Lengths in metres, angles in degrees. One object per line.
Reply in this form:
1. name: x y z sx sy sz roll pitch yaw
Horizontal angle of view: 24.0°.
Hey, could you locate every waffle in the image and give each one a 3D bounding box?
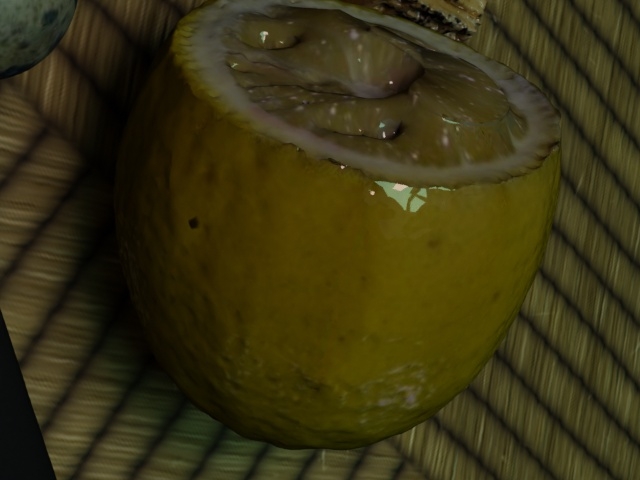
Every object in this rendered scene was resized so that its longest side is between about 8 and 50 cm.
1. waffle: 0.061 -0.198 1.316 0.102 0.148 0.042 25 68 -35

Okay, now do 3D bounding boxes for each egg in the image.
1. egg: -0.242 -0.205 1.078 0.141 0.141 0.182 2 83 -39

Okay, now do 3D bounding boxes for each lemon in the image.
1. lemon: 0.000 0.000 1.175 0.364 0.364 0.364 -3 94 -39

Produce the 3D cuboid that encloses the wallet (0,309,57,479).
1. wallet: -0.278 0.106 1.052 0.228 0.062 0.406 -53 129 -68
